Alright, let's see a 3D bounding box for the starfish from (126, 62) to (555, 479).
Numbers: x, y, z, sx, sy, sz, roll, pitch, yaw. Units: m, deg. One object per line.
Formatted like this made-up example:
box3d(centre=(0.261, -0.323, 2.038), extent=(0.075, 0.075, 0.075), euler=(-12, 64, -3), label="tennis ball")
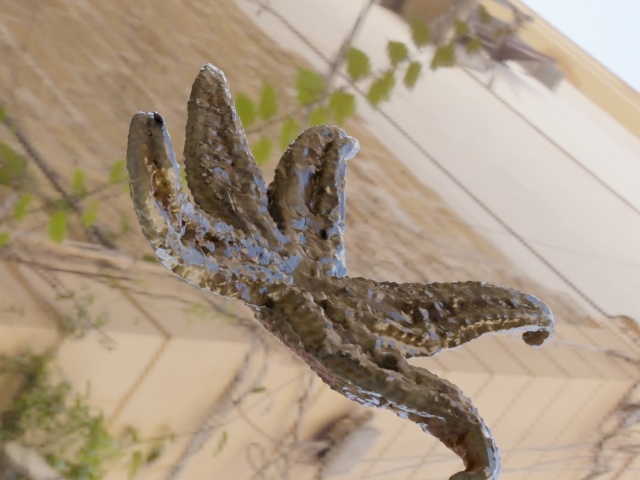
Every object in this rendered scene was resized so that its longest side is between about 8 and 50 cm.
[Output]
box3d(centre=(-0.008, 0.007, 0.898), extent=(0.094, 0.327, 0.375), euler=(-50, -121, 18), label="starfish")
